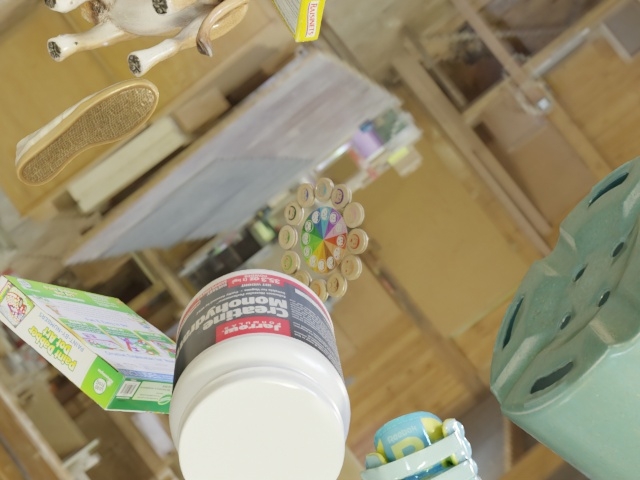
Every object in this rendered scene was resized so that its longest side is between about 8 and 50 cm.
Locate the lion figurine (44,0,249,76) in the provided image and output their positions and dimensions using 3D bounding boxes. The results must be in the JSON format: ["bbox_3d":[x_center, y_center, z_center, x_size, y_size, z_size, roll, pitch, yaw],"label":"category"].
[{"bbox_3d":[-0.202,-0.309,1.473,0.240,0.392,0.142,-30,130,-40],"label":"lion figurine"}]

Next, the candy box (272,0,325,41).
[{"bbox_3d":[-0.039,-0.289,1.078,0.027,0.206,0.105,-9,136,-20],"label":"candy box"}]

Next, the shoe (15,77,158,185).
[{"bbox_3d":[-0.309,-0.152,1.468,0.219,0.058,0.076,-31,137,10],"label":"shoe"}]

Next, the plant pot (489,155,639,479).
[{"bbox_3d":[0.344,0.117,0.932,0.341,0.334,0.341,-56,-171,14],"label":"plant pot"}]

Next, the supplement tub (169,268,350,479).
[{"bbox_3d":[-0.069,0.163,1.254,0.191,0.191,0.272,-39,-161,9],"label":"supplement tub"}]

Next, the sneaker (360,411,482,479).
[{"bbox_3d":[0.114,0.278,1.046,0.127,0.208,0.319,-23,-170,-1],"label":"sneaker"}]

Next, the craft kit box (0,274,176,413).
[{"bbox_3d":[-0.277,0.143,1.505,0.061,0.247,0.250,-57,151,7],"label":"craft kit box"}]

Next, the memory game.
[{"bbox_3d":[0.000,0.000,1.651,0.012,0.186,0.186,4,146,-44],"label":"memory game"}]
